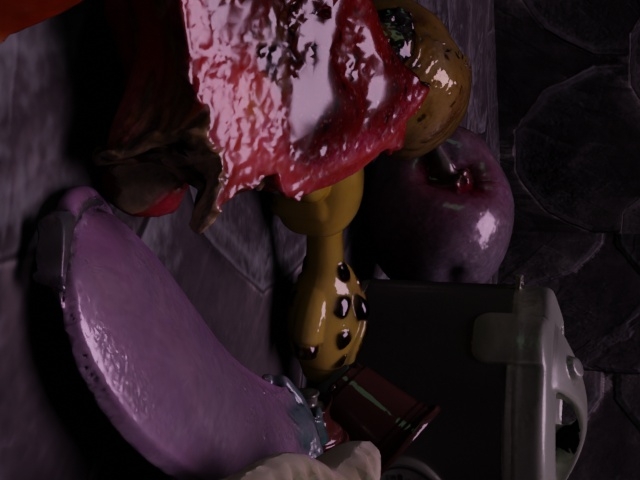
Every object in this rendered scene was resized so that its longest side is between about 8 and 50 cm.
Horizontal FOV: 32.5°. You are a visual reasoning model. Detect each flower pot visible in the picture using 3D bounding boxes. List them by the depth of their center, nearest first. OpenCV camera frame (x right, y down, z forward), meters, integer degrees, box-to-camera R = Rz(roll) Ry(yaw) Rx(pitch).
[{"bbox_3d":[0.042,0.166,1.015,0.111,0.089,0.111,-46,170,-11],"label":"flower pot"}]

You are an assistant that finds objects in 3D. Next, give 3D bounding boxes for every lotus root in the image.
[{"bbox_3d":[0.064,-0.153,1.043,0.284,0.160,0.146,44,50,-82],"label":"lotus root"}]

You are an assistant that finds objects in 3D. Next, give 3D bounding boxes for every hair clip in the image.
[{"bbox_3d":[-0.077,0.093,0.675,0.110,0.095,0.359,-60,154,-17],"label":"hair clip"}]

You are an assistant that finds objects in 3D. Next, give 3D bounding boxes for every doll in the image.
[{"bbox_3d":[-0.001,0.000,0.965,0.117,0.086,0.291,-61,152,-55],"label":"doll"}]

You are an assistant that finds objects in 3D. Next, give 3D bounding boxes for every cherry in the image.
[{"bbox_3d":[0.144,-0.031,1.346,0.266,0.183,0.213,79,15,-57],"label":"cherry"}]

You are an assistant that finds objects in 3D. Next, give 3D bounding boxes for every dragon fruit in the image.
[{"bbox_3d":[-0.067,-0.105,0.635,0.262,0.134,0.211,54,48,-43],"label":"dragon fruit"}]

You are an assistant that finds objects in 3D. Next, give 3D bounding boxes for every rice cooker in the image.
[{"bbox_3d":[0.146,0.182,1.186,0.288,0.277,0.288,3,90,-77],"label":"rice cooker"}]

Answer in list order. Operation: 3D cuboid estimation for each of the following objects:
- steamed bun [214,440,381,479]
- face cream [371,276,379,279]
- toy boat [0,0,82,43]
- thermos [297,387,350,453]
[{"bbox_3d":[-0.028,0.274,0.609,0.280,0.207,0.268,0,56,-56],"label":"steamed bun"},{"bbox_3d":[0.165,0.124,1.389,0.058,0.243,0.092,-43,141,-29],"label":"face cream"},{"bbox_3d":[-0.135,-0.218,0.333,0.145,0.133,0.332,52,30,-61],"label":"toy boat"},{"bbox_3d":[-0.010,0.239,0.944,0.124,0.099,0.232,-15,109,-36],"label":"thermos"}]
